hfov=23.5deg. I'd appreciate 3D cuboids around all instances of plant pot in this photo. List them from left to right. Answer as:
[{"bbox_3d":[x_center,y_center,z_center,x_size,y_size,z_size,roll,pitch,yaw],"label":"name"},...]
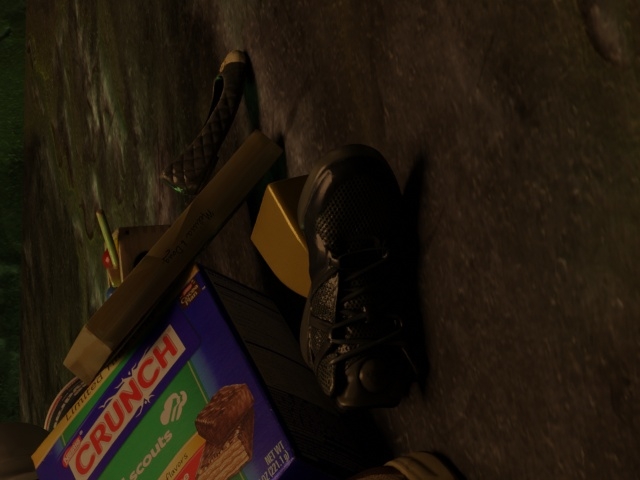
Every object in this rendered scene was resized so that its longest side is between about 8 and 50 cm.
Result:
[{"bbox_3d":[0.000,0.000,1.287,0.083,0.081,0.081,64,153,29],"label":"plant pot"}]

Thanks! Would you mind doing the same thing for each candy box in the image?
[{"bbox_3d":[-0.111,0.212,1.388,0.268,0.122,0.317,-51,34,12],"label":"candy box"}]

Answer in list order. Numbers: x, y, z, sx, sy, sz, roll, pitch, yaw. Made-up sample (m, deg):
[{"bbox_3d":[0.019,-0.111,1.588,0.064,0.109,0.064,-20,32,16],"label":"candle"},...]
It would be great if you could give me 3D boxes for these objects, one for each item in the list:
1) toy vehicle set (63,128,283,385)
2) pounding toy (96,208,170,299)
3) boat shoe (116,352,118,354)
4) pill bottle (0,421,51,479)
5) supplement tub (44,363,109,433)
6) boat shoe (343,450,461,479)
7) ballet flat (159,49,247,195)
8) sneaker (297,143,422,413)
[{"bbox_3d":[-0.148,0.018,1.528,0.035,0.267,0.166,40,158,-2],"label":"toy vehicle set"},{"bbox_3d":[-0.251,0.033,2.040,0.141,0.100,0.130,147,117,-70],"label":"pounding toy"},{"bbox_3d":[-0.238,0.254,2.071,0.079,0.081,0.227,127,137,-64],"label":"boat shoe"},{"bbox_3d":[-0.263,0.372,1.532,0.392,0.224,0.224,47,139,43],"label":"pill bottle"},{"bbox_3d":[-0.221,0.244,1.836,0.272,0.191,0.191,172,95,-72],"label":"supplement tub"},{"bbox_3d":[0.071,0.237,1.027,0.342,0.123,0.123,-138,47,-66],"label":"boat shoe"},{"bbox_3d":[-0.115,-0.127,1.592,0.057,0.049,0.173,129,162,-66],"label":"ballet flat"},{"bbox_3d":[0.034,0.042,1.179,0.130,0.087,0.227,-119,27,-50],"label":"sneaker"}]
